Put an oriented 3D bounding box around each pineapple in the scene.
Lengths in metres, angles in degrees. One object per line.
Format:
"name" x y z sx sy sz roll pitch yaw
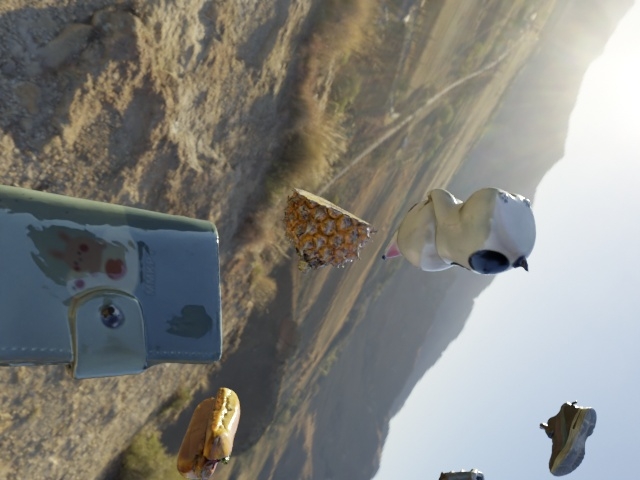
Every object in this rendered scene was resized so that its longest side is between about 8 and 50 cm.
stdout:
"pineapple" -0.002 -0.001 0.991 0.137 0.175 0.161 -63 174 7

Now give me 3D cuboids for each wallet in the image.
"wallet" -0.294 0.060 0.739 0.360 0.253 0.083 9 152 -39

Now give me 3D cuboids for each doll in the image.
"doll" 0.177 -0.012 0.684 0.110 0.180 0.107 5 88 -40

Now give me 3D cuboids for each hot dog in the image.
"hot dog" -0.170 0.304 0.853 0.092 0.062 0.236 -33 -172 4

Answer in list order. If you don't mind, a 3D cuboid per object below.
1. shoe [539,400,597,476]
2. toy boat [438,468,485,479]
"shoe" 0.531 0.429 1.196 0.071 0.099 0.169 30 86 -35
"toy boat" 0.337 0.590 1.135 0.129 0.142 0.309 -44 125 -44
